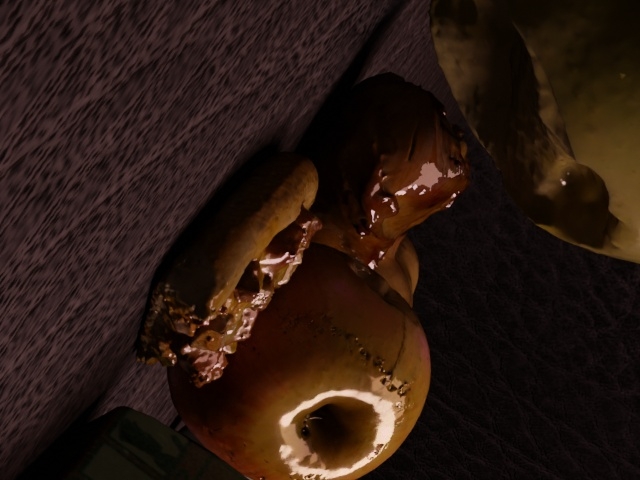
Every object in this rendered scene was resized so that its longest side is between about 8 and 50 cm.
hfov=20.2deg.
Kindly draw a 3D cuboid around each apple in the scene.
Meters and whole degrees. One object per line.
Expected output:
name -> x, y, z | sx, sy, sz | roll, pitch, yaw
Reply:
apple -> -0.015, 0.067, 1.001 | 0.146, 0.146, 0.146 | -55, 176, -5
apple -> 0.188, -0.118, 0.949 | 0.279, 0.279, 0.279 | -55, 176, -5

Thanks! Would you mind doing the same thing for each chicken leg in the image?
chicken leg -> -0.001, -0.002, 1.082 | 0.107, 0.087, 0.251 | -14, 150, -52

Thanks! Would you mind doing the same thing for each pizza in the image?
pizza -> -0.042, 0.018, 0.896 | 0.134, 0.046, 0.175 | -58, 176, 34

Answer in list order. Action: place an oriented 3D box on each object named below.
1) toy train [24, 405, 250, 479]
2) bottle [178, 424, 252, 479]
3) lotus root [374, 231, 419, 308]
toy train -> -0.110, 0.201, 0.811 | 0.129, 0.159, 0.326 | -54, -179, 24
bottle -> -0.145, 0.257, 1.416 | 0.270, 0.083, 0.083 | -53, 176, -23
lotus root -> 0.007, 0.041, 1.229 | 0.125, 0.118, 0.221 | -98, -154, -43
